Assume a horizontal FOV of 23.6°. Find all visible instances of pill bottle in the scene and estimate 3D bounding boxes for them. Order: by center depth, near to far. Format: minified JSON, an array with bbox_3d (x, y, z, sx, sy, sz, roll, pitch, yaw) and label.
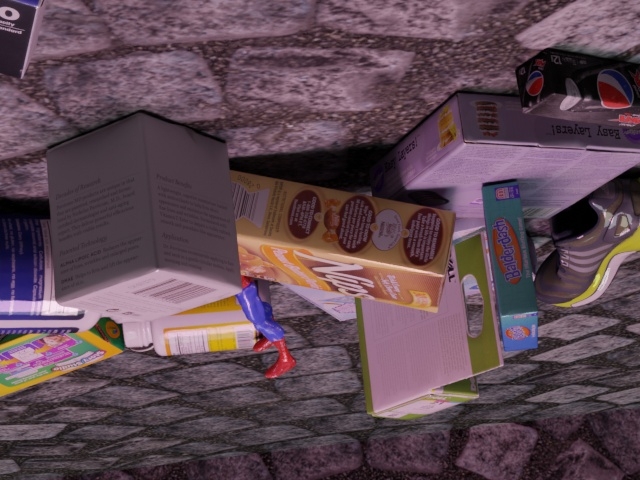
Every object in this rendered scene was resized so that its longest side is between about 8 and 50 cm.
[{"bbox_3d":[-0.353,0.041,1.913,0.265,0.153,0.153,1,161,-21],"label":"pill bottle"},{"bbox_3d":[-0.179,0.105,2.232,0.215,0.117,0.117,-5,163,-3],"label":"pill bottle"}]

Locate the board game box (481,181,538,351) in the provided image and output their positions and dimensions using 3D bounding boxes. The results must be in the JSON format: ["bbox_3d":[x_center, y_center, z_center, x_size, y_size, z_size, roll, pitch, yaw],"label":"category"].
[{"bbox_3d":[0.231,0.036,1.860,0.047,0.160,0.210,-8,163,6],"label":"board game box"}]

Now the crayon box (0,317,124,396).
[{"bbox_3d":[-0.450,0.150,2.255,0.278,0.081,0.165,-20,154,13],"label":"crayon box"}]

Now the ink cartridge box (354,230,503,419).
[{"bbox_3d":[0.168,0.119,2.046,0.097,0.188,0.255,11,155,-39],"label":"ink cartridge box"}]

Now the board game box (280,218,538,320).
[{"bbox_3d":[0.119,0.023,2.155,0.319,0.065,0.318,-12,161,17],"label":"board game box"}]

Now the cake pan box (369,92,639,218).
[{"bbox_3d":[0.226,-0.093,1.821,0.267,0.070,0.246,1,163,-22],"label":"cake pan box"}]

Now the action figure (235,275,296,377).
[{"bbox_3d":[-0.135,0.083,2.071,0.139,0.091,0.280,-24,132,-8],"label":"action figure"}]

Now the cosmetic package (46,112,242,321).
[{"bbox_3d":[-0.197,-0.021,1.711,0.151,0.183,0.151,-18,159,31],"label":"cosmetic package"}]

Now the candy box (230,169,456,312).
[{"bbox_3d":[0.000,0.000,1.867,0.317,0.087,0.183,11,165,5],"label":"candy box"}]

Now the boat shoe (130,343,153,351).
[{"bbox_3d":[-0.266,0.144,2.446,0.125,0.046,0.038,-20,158,29],"label":"boat shoe"}]

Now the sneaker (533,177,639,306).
[{"bbox_3d":[0.355,-0.006,2.086,0.121,0.111,0.300,10,146,-17],"label":"sneaker"}]

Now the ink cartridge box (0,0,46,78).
[{"bbox_3d":[-0.321,-0.211,1.218,0.206,0.045,0.208,16,157,-10],"label":"ink cartridge box"}]

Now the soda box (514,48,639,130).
[{"bbox_3d":[0.295,-0.161,1.649,0.169,0.053,0.060,4,160,-31],"label":"soda box"}]
